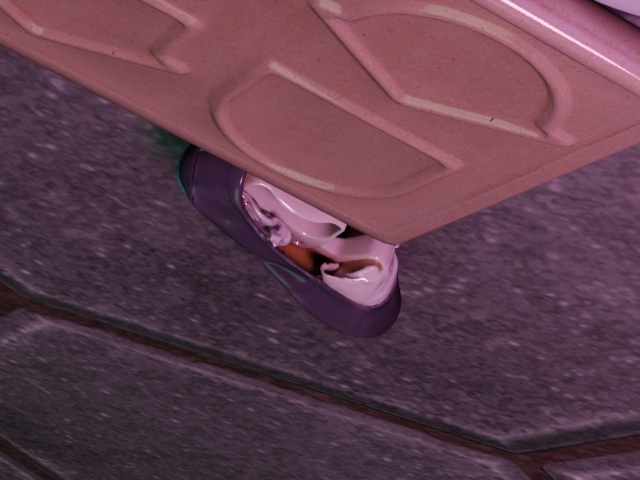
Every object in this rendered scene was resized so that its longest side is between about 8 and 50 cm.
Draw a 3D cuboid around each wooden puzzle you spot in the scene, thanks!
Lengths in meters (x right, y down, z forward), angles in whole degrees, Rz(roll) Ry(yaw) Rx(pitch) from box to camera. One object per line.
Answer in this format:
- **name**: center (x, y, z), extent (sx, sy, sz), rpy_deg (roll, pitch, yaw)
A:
- **wooden puzzle**: center (-0.024, -0.117, 0.846), extent (0.322, 0.080, 0.348), rpy_deg (27, 163, -18)

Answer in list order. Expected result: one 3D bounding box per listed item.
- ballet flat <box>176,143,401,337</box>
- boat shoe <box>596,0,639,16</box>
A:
- **ballet flat**: center (0.000, 0.000, 1.117), extent (0.074, 0.074, 0.203), rpy_deg (-3, 147, 45)
- **boat shoe**: center (0.196, -0.102, 0.650), extent (0.258, 0.095, 0.084), rpy_deg (13, 162, 15)
